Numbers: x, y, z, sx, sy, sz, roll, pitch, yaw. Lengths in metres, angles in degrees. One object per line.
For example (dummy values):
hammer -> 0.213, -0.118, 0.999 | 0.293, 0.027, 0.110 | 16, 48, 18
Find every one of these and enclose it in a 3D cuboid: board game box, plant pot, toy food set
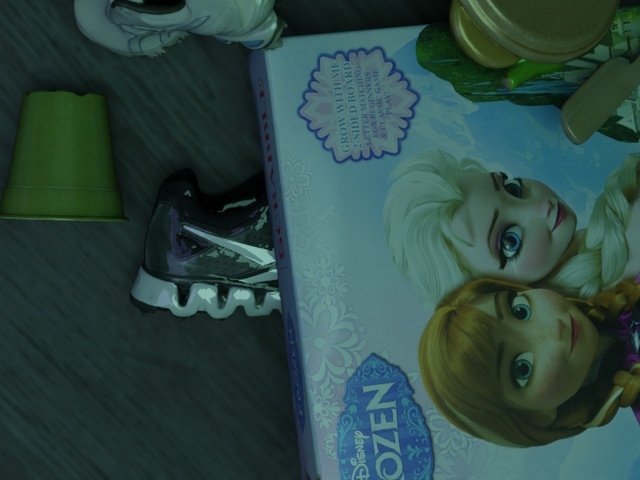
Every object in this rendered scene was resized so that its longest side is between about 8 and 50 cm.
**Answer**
board game box -> 0.134, 0.024, 1.020 | 0.318, 0.066, 0.318 | -7, 87, -11
plant pot -> -0.158, -0.052, 1.050 | 0.083, 0.083, 0.079 | 2, 92, -4
toy food set -> 0.115, -0.156, 0.974 | 0.132, 0.038, 0.192 | -42, 99, -30

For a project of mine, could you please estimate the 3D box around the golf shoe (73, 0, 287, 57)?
golf shoe -> -0.098, -0.147, 0.981 | 0.086, 0.176, 0.069 | 13, 82, -45

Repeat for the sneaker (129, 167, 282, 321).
sneaker -> 0.000, 0.000, 1.067 | 0.234, 0.078, 0.106 | 4, 106, -2
